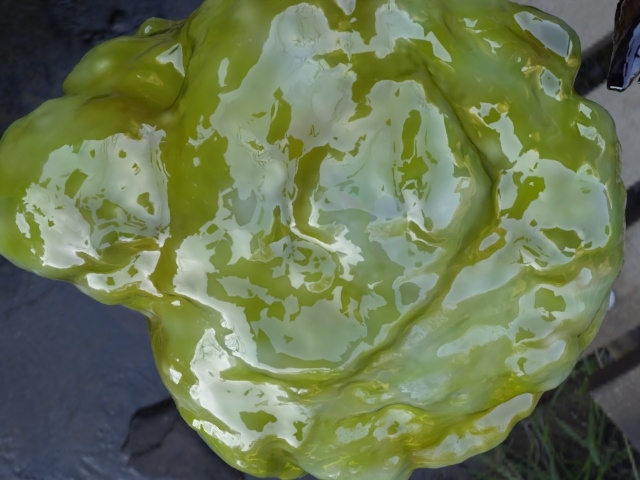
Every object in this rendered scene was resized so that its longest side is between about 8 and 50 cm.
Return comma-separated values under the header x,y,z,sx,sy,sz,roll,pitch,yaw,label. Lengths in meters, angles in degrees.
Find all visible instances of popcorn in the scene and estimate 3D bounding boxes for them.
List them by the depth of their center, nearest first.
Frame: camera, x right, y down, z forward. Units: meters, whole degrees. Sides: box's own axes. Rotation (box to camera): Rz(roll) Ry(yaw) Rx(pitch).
x,y,z,sx,sy,sz,roll,pitch,yaw,label
0.007,0.000,0.630,0.334,0.292,0.294,55,155,-19,popcorn

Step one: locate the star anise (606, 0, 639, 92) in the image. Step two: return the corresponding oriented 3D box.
x,y,z,sx,sy,sz,roll,pitch,yaw,label
0.255,-0.222,0.776,0.272,0.272,0.102,36,154,-2,star anise
